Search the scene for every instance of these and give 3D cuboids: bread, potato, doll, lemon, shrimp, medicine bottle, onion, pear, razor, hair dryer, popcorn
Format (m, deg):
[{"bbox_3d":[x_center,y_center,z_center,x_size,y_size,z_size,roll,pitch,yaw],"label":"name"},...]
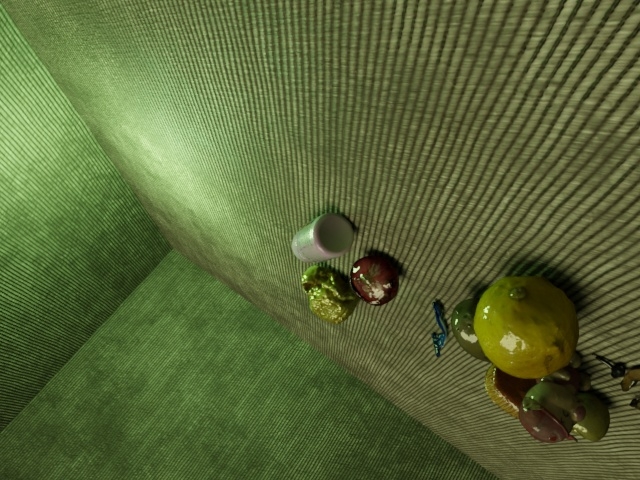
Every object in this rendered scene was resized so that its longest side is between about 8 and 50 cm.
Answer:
[{"bbox_3d":[0.632,0.459,1.408,0.199,0.199,0.104,32,157,16],"label":"bread"},{"bbox_3d":[0.464,0.255,1.266,0.235,0.160,0.178,19,-167,-42],"label":"potato"},{"bbox_3d":[0.660,0.444,1.238,0.196,0.256,0.152,38,154,1],"label":"doll"},{"bbox_3d":[0.491,0.209,1.064,0.233,0.233,0.288,13,144,48],"label":"lemon"},{"bbox_3d":[0.830,0.382,1.115,0.145,0.059,0.254,38,159,7],"label":"shrimp"},{"bbox_3d":[0.000,0.000,1.526,0.152,0.152,0.254,42,158,-9],"label":"medicine bottle"},{"bbox_3d":[0.194,0.129,1.524,0.184,0.147,0.184,11,111,31],"label":"onion"},{"bbox_3d":[0.795,0.528,1.362,0.167,0.136,0.167,29,159,13],"label":"pear"},{"bbox_3d":[0.435,0.311,1.615,0.056,0.093,0.324,-10,139,7],"label":"razor"},{"bbox_3d":[0.761,0.330,1.177,0.083,0.031,0.079,41,172,32],"label":"hair dryer"},{"bbox_3d":[0.054,0.238,1.913,0.225,0.174,0.286,3,131,33],"label":"popcorn"}]
